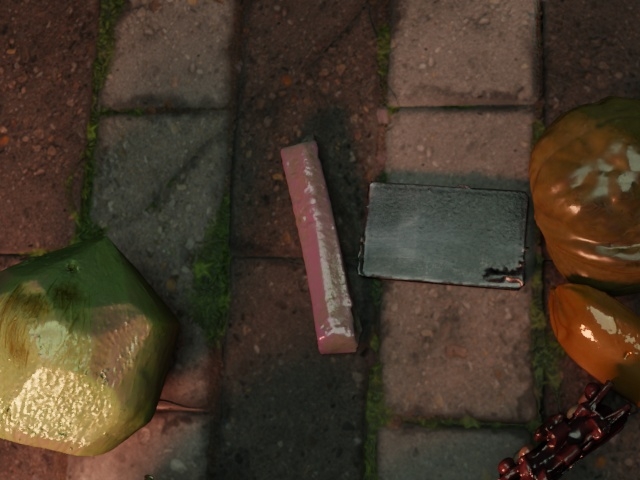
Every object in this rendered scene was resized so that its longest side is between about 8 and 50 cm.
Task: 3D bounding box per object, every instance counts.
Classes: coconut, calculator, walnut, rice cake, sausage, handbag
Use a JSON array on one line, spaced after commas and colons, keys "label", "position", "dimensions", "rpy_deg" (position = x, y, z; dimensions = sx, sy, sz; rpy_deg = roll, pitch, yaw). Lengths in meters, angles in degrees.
[{"label": "coconut", "position": [-0.367, 0.148, 1.460], "dimensions": [0.328, 0.281, 0.328], "rpy_deg": [-2, 80, 13]}, {"label": "calculator", "position": [0.193, -0.009, 1.521], "dimensions": [0.261, 0.021, 0.161], "rpy_deg": [6, 79, 11]}, {"label": "walnut", "position": [0.433, -0.064, 1.353], "dimensions": [0.277, 0.282, 0.253], "rpy_deg": [-14, 70, 10]}, {"label": "rice cake", "position": [0.000, 0.000, 1.538], "dimensions": [0.072, 0.056, 0.365], "rpy_deg": [-12, 77, 6]}, {"label": "sausage", "position": [0.462, 0.176, 1.352], "dimensions": [0.354, 0.134, 0.116], "rpy_deg": [29, 66, 4]}, {"label": "handbag", "position": [0.329, 0.280, 1.337], "dimensions": [0.203, 0.216, 0.074], "rpy_deg": [-42, 70, 1]}]

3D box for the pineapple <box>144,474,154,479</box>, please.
[{"label": "pineapple", "position": [-0.253, 0.506, 1.365], "dimensions": [0.352, 0.300, 0.352], "rpy_deg": [-2, 72, 8]}]
